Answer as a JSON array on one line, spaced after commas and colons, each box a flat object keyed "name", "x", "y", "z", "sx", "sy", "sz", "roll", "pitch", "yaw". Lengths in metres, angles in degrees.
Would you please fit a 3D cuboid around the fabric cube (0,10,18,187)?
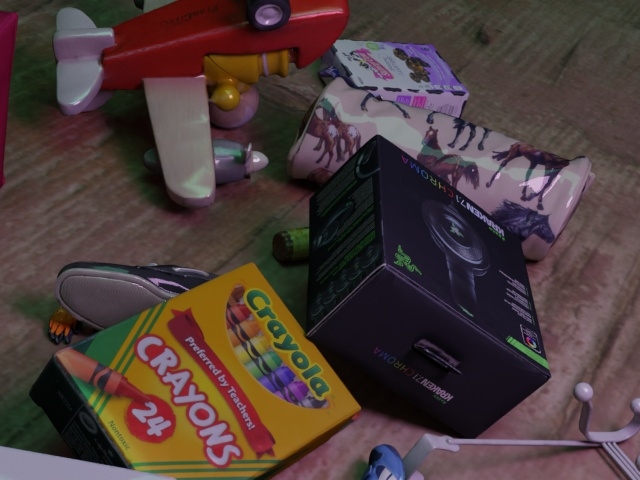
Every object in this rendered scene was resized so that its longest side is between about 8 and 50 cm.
[{"name": "fabric cube", "x": -0.511, "y": -0.128, "z": 1.349, "sx": 0.259, "sy": 0.254, "sz": 0.258, "roll": 14, "pitch": 33, "yaw": -1}]

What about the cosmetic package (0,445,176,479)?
[{"name": "cosmetic package", "x": -0.320, "y": 0.289, "z": 0.891, "sx": 0.377, "sy": 0.097, "sz": 0.284, "roll": 12, "pitch": 57, "yaw": -5}]

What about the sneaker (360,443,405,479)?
[{"name": "sneaker", "x": 0.053, "y": 0.257, "z": 1.190, "sx": 0.059, "sy": 0.053, "sz": 0.144, "roll": 9, "pitch": 34, "yaw": -5}]

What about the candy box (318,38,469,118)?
[{"name": "candy box", "x": 0.115, "y": -0.254, "z": 1.921, "sx": 0.196, "sy": 0.070, "sz": 0.165, "roll": 0, "pitch": 37, "yaw": -22}]

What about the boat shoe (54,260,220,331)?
[{"name": "boat shoe", "x": -0.187, "y": 0.064, "z": 1.346, "sx": 0.233, "sy": 0.084, "sz": 0.079, "roll": 11, "pitch": 29, "yaw": -21}]

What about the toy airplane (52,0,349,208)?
[{"name": "toy airplane", "x": -0.186, "y": -0.244, "z": 1.675, "sx": 0.384, "sy": 0.272, "sz": 0.386, "roll": 25, "pitch": 71, "yaw": 32}]

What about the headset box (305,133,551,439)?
[{"name": "headset box", "x": 0.116, "y": 0.055, "z": 1.350, "sx": 0.246, "sy": 0.131, "sz": 0.283, "roll": 35, "pitch": 29, "yaw": -21}]

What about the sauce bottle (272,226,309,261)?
[{"name": "sauce bottle", "x": 0.000, "y": 0.000, "z": 1.546, "sx": 0.128, "sy": 0.042, "sz": 0.042, "roll": -8, "pitch": 41, "yaw": -33}]

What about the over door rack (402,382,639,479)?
[{"name": "over door rack", "x": 0.281, "y": 0.263, "z": 1.205, "sx": 0.324, "sy": 0.108, "sz": 0.239, "roll": -3, "pitch": 37, "yaw": -30}]

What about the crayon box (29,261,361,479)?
[{"name": "crayon box", "x": -0.102, "y": 0.150, "z": 1.201, "sx": 0.318, "sy": 0.081, "sz": 0.202, "roll": -26, "pitch": 73, "yaw": -44}]

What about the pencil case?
[{"name": "pencil case", "x": 0.169, "y": -0.104, "z": 1.651, "sx": 0.410, "sy": 0.160, "sz": 0.183, "roll": 20, "pitch": 49, "yaw": 8}]

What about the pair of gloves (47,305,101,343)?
[{"name": "pair of gloves", "x": -0.263, "y": 0.096, "z": 1.336, "sx": 0.083, "sy": 0.010, "sz": 0.074, "roll": 13, "pitch": 34, "yaw": -4}]
